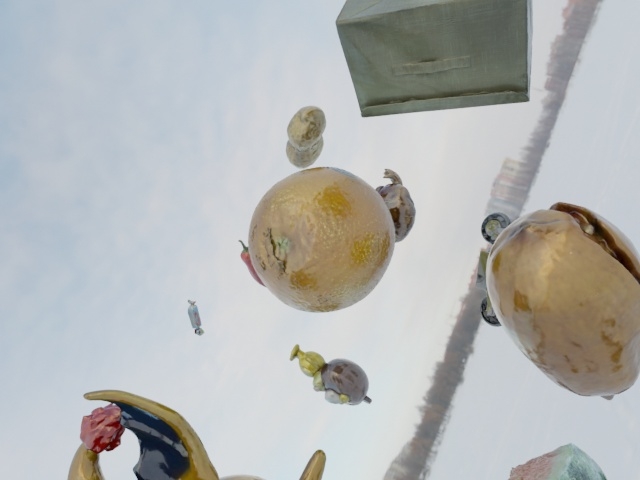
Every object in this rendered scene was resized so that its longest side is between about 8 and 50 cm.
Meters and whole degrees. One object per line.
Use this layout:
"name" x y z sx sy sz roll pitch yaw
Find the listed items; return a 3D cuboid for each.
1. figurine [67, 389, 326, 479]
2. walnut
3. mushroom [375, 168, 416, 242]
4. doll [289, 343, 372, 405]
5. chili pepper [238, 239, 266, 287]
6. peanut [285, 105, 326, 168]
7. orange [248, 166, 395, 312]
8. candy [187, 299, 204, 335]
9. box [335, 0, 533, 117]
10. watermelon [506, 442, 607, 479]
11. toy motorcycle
"figurine" -0.184 0.391 0.629 0.268 0.387 0.401 -90 12 -60
"walnut" 0.365 0.103 0.704 0.336 0.209 0.209 60 -138 -17
"mushroom" 0.157 -0.080 1.104 0.080 0.135 0.170 7 -103 -39
"doll" 0.020 0.292 1.025 0.096 0.188 0.145 -57 -33 -28
"chili pepper" -0.174 0.065 1.321 0.059 0.050 0.191 -46 -55 -28
"peanut" -0.031 -0.227 1.070 0.089 0.089 0.193 -62 -2 -21
"orange" 0.000 0.000 0.874 0.274 0.274 0.274 -52 -27 -40
"candy" -0.267 0.166 1.036 0.020 0.030 0.083 -30 -65 -57
"box" 0.160 -0.276 0.655 0.149 0.231 0.155 66 -145 -43
"watermelon" 0.503 0.578 1.107 0.257 0.193 0.140 -41 19 29
"toy motorcycle" 0.373 0.056 0.920 0.073 0.152 0.225 4 -94 -40
